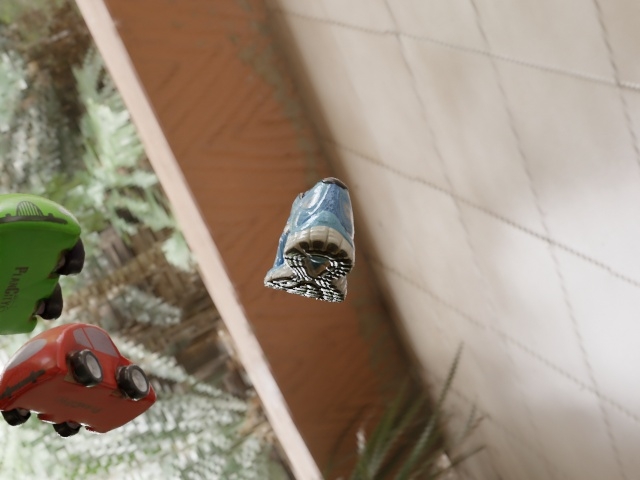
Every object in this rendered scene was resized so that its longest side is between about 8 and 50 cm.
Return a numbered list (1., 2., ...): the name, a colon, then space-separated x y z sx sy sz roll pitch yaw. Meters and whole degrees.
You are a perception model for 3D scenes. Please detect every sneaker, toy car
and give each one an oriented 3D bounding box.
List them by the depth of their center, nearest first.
1. toy car: -0.175 0.038 0.602 0.225 0.239 0.053 -53 47 45
2. sneaker: 0.000 0.000 0.895 0.162 0.063 0.073 126 157 -69
